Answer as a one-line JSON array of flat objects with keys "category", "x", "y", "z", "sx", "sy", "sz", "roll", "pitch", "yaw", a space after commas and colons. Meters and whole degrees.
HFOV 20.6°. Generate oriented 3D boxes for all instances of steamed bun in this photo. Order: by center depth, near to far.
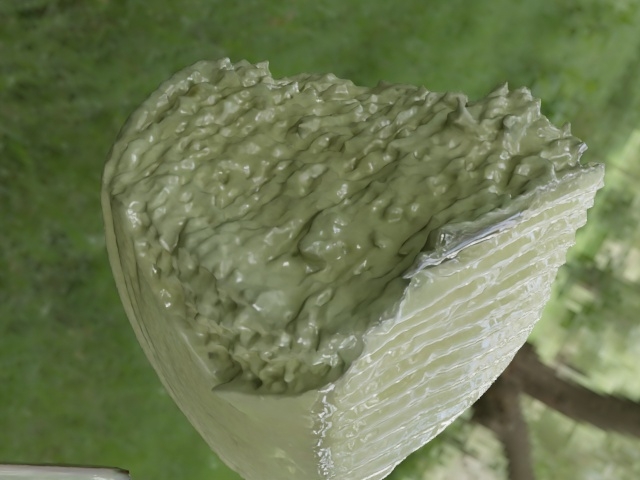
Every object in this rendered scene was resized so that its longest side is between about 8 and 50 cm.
[{"category": "steamed bun", "x": 0.000, "y": 0.000, "z": 1.168, "sx": 0.290, "sy": 0.272, "sz": 0.274, "roll": -27, "pitch": 145, "yaw": -36}]

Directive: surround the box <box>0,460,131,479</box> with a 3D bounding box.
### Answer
[{"category": "box", "x": -0.326, "y": 0.305, "z": 1.095, "sx": 0.122, "sy": 0.385, "sz": 0.345, "roll": 164, "pitch": -70, "yaw": -66}]
